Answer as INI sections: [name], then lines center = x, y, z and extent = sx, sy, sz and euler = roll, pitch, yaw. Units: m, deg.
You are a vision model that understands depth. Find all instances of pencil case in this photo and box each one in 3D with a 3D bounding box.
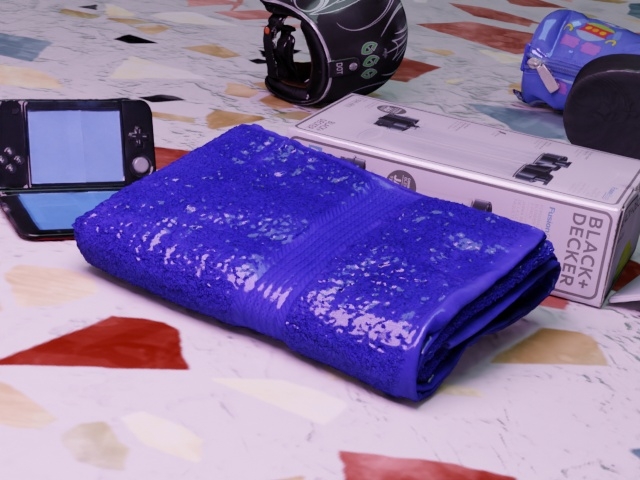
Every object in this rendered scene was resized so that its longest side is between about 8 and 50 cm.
[pencil case]
center = 0.365, -0.176, 1.645
extent = 0.306, 0.119, 0.133
euler = 25, 26, 38

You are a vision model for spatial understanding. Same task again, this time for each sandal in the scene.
[sandal]
center = 0.462, -0.083, 1.441
extent = 0.445, 0.168, 0.107
euler = 7, 44, 18

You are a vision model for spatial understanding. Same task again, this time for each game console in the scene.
[game console]
center = -0.190, -0.061, 1.180
extent = 0.144, 0.124, 0.085
euler = -3, -4, -28

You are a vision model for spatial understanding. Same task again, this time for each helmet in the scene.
[helmet]
center = 0.017, -0.236, 1.615
extent = 0.169, 0.169, 0.161
euler = 24, 42, 37

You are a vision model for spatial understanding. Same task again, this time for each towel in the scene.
[towel]
center = 0.000, 0.000, 1.068
extent = 0.308, 0.076, 0.227
euler = 19, 29, 28

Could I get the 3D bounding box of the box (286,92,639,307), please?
[box]
center = 0.127, -0.042, 1.241
extent = 0.289, 0.087, 0.169
euler = 14, 21, 17

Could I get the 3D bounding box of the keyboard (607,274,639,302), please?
[keyboard]
center = 0.324, 0.016, 1.238
extent = 0.072, 0.014, 0.256
euler = -14, 5, 34
